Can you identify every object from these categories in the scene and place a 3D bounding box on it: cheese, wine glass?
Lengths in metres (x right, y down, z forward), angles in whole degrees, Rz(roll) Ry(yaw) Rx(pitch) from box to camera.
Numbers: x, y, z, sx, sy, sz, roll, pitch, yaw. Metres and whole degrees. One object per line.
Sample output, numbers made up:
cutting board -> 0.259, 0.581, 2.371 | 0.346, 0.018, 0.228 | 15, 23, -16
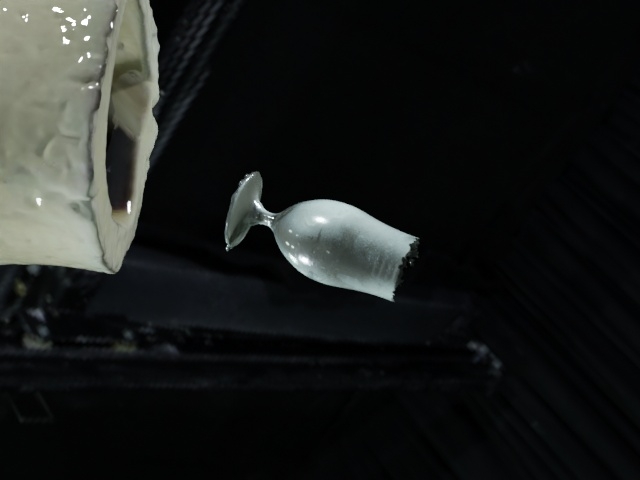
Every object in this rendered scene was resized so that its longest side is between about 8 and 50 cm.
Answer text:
cheese -> -0.264, -0.140, 1.211 | 0.153, 0.332, 0.292 | 6, -18, 2
wine glass -> 0.000, 0.000, 1.395 | 0.103, 0.222, 0.103 | 21, -90, -75
